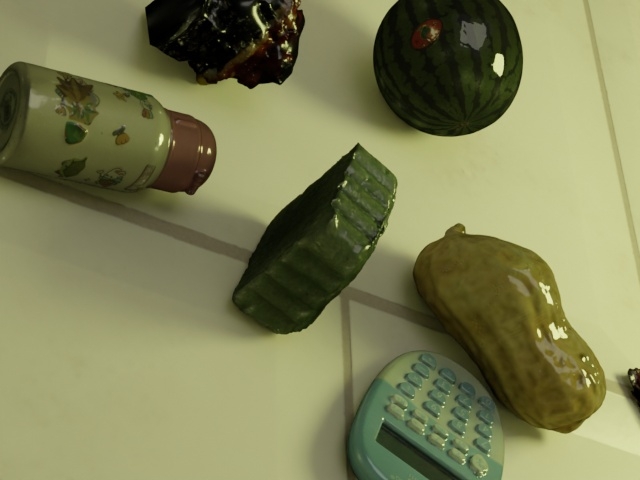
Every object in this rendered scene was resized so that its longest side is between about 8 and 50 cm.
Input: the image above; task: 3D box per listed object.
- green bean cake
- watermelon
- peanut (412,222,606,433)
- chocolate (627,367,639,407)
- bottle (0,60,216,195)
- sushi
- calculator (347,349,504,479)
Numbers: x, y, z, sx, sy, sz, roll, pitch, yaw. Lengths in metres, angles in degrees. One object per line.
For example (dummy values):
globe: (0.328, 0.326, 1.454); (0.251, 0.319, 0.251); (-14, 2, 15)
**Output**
green bean cake: (0.000, 0.000, 1.816); (0.094, 0.185, 0.183); (37, 39, -8)
watermelon: (0.173, -0.247, 2.161); (0.212, 0.212, 0.212); (21, 44, -22)
peanut: (0.233, 0.099, 1.937); (0.143, 0.159, 0.291); (-31, 75, -22)
chocolate: (0.463, 0.243, 2.084); (0.086, 0.028, 0.182); (4, 51, -39)
bottle: (-0.237, -0.116, 1.789); (0.253, 0.120, 0.120); (12, 48, -32)
sushi: (-0.101, -0.263, 1.988); (0.150, 0.172, 0.153); (48, 11, -25)
calculator: (0.121, 0.238, 1.810); (0.188, 0.042, 0.302); (37, 40, -6)
